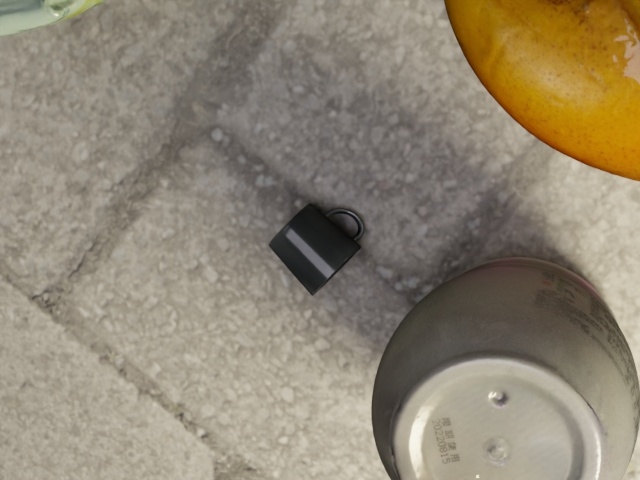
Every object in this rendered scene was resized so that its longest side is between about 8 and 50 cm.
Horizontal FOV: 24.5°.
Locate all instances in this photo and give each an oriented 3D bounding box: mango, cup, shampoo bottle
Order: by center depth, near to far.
[{"bbox_3d":[0.255,-0.199,1.450,0.350,0.201,0.199,36,85,10],"label":"mango"},{"bbox_3d":[0.195,0.162,1.538,0.273,0.266,0.273,4,108,12],"label":"shampoo bottle"},{"bbox_3d":[0.000,0.000,1.652,0.100,0.078,0.077,-44,87,-10],"label":"cup"}]

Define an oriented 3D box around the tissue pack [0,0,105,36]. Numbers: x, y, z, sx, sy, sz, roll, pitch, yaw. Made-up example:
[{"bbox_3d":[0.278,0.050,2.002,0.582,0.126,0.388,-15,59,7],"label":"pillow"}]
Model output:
[{"bbox_3d":[-0.323,-0.299,1.468,0.287,0.388,0.162,-5,108,17],"label":"tissue pack"}]
